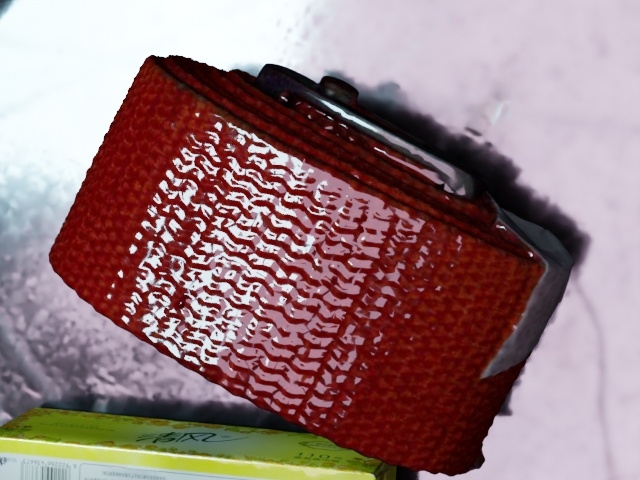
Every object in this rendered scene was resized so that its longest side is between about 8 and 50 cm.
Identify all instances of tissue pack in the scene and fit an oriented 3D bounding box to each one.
[{"bbox_3d":[-0.057,0.132,0.766,0.176,0.062,0.095,3,98,11],"label":"tissue pack"}]

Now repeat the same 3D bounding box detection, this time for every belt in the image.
[{"bbox_3d":[0.000,0.000,0.709,0.201,0.128,0.124,28,101,10],"label":"belt"}]
